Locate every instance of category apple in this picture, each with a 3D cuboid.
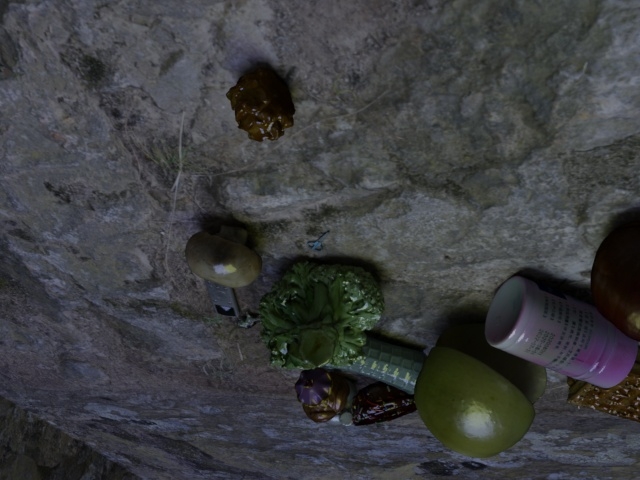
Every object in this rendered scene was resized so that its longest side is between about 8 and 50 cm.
[{"bbox_3d":[0.345,0.322,1.475,0.254,0.292,0.292,30,150,17],"label":"apple"}]

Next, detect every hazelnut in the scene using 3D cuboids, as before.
[{"bbox_3d":[0.569,0.062,1.096,0.230,0.229,0.229,11,146,7],"label":"hazelnut"}]

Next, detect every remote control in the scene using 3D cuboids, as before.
[{"bbox_3d":[-0.248,0.121,1.654,0.067,0.029,0.261,10,146,10],"label":"remote control"}]

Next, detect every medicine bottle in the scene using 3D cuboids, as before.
[{"bbox_3d":[0.475,0.183,1.335,0.254,0.152,0.152,22,146,-9],"label":"medicine bottle"}]

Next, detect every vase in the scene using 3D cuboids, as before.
[{"bbox_3d":[0.108,0.287,1.657,0.299,0.143,0.143,20,146,-10],"label":"vase"}]

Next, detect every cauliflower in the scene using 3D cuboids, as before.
[{"bbox_3d":[-0.009,0.181,1.440,0.272,0.250,0.275,12,114,3],"label":"cauliflower"}]

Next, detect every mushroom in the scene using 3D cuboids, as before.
[{"bbox_3d":[-0.202,0.032,1.428,0.166,0.127,0.166,22,169,5],"label":"mushroom"}]

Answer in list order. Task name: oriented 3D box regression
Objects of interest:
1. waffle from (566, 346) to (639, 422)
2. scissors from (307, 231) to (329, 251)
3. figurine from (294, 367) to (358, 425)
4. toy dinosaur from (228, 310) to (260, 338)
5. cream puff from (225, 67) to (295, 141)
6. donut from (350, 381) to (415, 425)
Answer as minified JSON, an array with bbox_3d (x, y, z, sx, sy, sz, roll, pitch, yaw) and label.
[{"bbox_3d":[0.735,0.330,1.496,0.308,0.091,0.213,14,146,3],"label":"waffle"},{"bbox_3d":[0.000,0.000,1.397,0.036,0.006,0.083,26,145,-12],"label":"scissors"},{"bbox_3d":[0.022,0.435,1.868,0.189,0.142,0.263,43,178,27],"label":"figurine"},{"bbox_3d":[-0.198,0.213,1.761,0.180,0.037,0.058,-22,126,42],"label":"toy dinosaur"},{"bbox_3d":[-0.095,-0.207,1.056,0.094,0.122,0.116,-22,92,33],"label":"cream puff"},{"bbox_3d":[0.187,0.426,1.801,0.235,0.089,0.235,-12,157,-5],"label":"donut"}]
